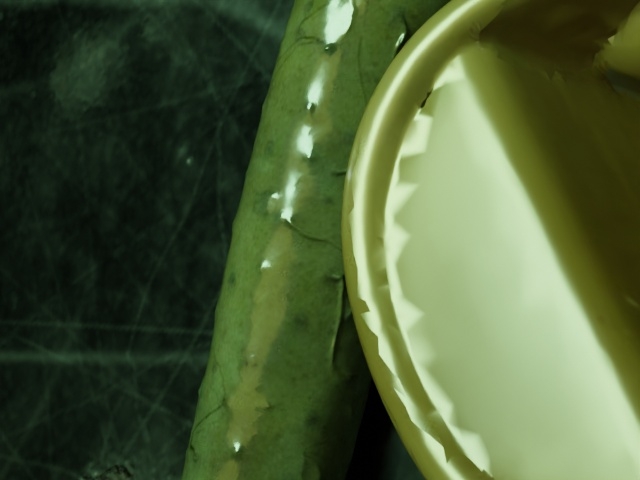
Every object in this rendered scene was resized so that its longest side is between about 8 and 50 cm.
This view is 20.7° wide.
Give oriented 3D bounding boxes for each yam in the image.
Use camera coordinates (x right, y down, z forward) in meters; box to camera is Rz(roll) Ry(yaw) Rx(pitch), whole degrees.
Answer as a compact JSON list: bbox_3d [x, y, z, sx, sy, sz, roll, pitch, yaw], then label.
[{"bbox_3d":[0.000,0.000,0.758,0.083,0.083,0.372,16,90,40],"label":"yam"}]

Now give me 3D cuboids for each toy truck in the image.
[{"bbox_3d":[0.140,0.018,0.554,0.288,0.211,0.204,-36,59,24],"label":"toy truck"}]
